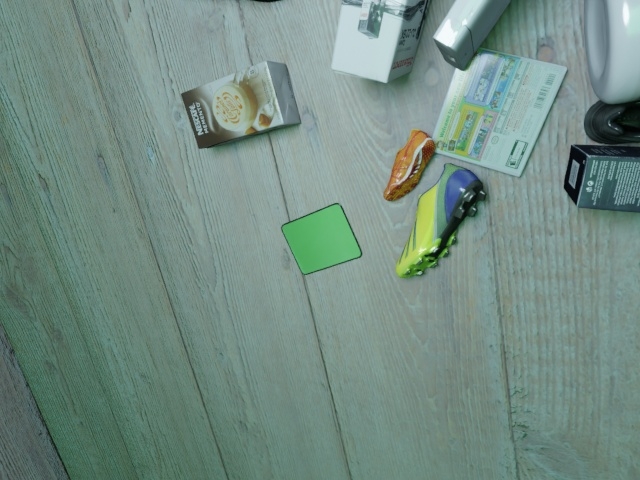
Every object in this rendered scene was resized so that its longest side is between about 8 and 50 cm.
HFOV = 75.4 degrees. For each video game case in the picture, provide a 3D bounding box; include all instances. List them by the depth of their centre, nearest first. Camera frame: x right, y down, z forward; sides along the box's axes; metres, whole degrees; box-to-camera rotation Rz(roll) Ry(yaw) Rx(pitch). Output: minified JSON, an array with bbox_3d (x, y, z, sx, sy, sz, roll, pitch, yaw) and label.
[{"bbox_3d":[0.342,-0.256,0.825,0.193,0.023,0.212,21,116,15],"label":"video game case"}]

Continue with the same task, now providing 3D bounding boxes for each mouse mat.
[{"bbox_3d":[0.000,0.000,1.071,0.189,0.007,0.153,-20,100,26],"label":"mouse mat"}]

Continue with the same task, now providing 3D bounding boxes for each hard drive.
[{"bbox_3d":[0.307,-0.448,0.635,0.047,0.233,0.353,37,114,10],"label":"hard drive"}]

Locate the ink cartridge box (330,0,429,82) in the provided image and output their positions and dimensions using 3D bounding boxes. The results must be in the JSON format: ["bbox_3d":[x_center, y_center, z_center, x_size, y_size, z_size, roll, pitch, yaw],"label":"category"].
[{"bbox_3d":[0.125,-0.438,0.736,0.114,0.197,0.273,22,124,15],"label":"ink cartridge box"}]

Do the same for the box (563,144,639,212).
[{"bbox_3d":[0.529,-0.111,0.720,0.158,0.156,0.093,7,112,21],"label":"box"}]

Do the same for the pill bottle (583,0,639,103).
[{"bbox_3d":[0.612,-0.344,0.561,0.407,0.229,0.229,-7,105,25],"label":"pill bottle"}]

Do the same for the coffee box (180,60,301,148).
[{"bbox_3d":[-0.189,-0.315,0.986,0.246,0.098,0.141,-10,104,26],"label":"coffee box"}]

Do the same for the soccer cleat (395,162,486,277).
[{"bbox_3d":[0.246,-0.038,0.923,0.121,0.093,0.289,53,129,34],"label":"soccer cleat"}]

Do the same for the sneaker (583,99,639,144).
[{"bbox_3d":[0.604,-0.200,0.673,0.286,0.130,0.109,-5,104,23],"label":"sneaker"}]

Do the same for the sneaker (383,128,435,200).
[{"bbox_3d":[0.188,-0.162,0.912,0.067,0.064,0.175,59,134,37],"label":"sneaker"}]
